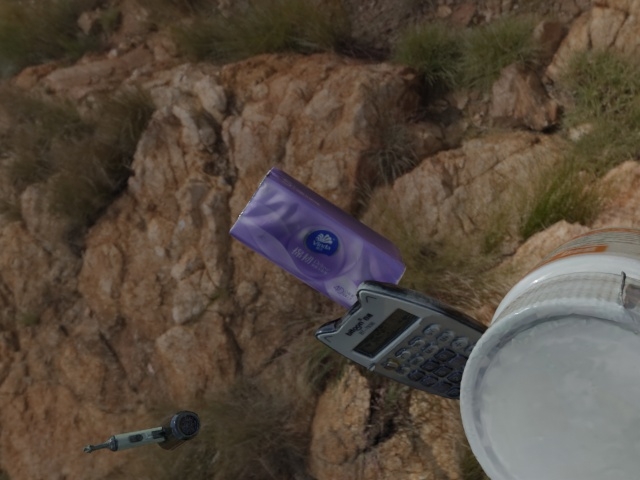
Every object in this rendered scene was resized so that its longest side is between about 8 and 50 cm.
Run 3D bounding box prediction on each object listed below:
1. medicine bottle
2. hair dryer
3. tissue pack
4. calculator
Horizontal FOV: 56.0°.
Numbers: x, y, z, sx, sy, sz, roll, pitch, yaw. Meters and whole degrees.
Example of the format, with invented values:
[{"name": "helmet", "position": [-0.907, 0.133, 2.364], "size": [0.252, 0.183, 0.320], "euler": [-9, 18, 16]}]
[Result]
[{"name": "medicine bottle", "position": [0.189, 0.072, 0.395], "size": [0.145, 0.252, 0.144], "euler": [5, 102, 27]}, {"name": "hair dryer", "position": [-0.320, 0.354, 1.076], "size": [0.100, 0.198, 0.057], "euler": [-44, 57, 48]}, {"name": "tissue pack", "position": [0.000, 0.000, 1.249], "size": [0.338, 0.242, 0.160], "euler": [32, 98, -8]}, {"name": "calculator", "position": [0.138, 0.144, 0.812], "size": [0.177, 0.268, 0.040], "euler": [-50, 15, 44]}]
